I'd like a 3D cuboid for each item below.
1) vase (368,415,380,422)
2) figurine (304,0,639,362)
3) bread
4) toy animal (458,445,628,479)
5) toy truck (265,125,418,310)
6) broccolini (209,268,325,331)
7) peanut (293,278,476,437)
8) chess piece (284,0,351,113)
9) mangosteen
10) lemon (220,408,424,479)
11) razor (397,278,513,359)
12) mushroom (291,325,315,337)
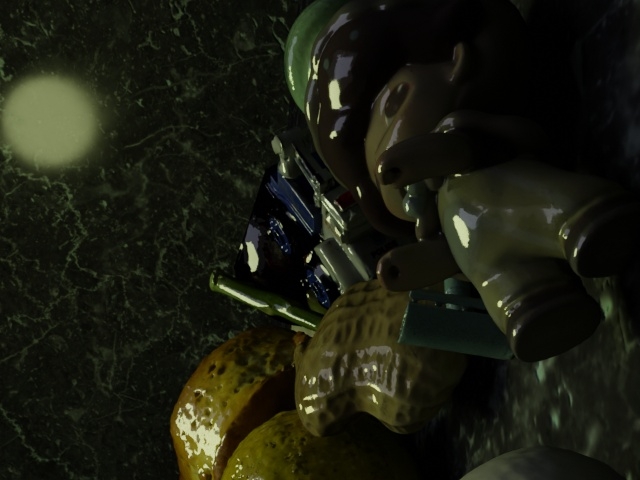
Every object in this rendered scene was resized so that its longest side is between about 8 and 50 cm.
[{"bbox_3d":[0.081,0.193,1.090,0.149,0.081,0.081,99,170,-48],"label":"vase"},{"bbox_3d":[0.113,-0.078,0.646,0.381,0.203,0.248,-116,21,-50],"label":"figurine"},{"bbox_3d":[-0.075,0.293,1.195,0.336,0.204,0.359,-36,-43,-43],"label":"bread"},{"bbox_3d":[0.122,0.253,0.477,0.271,0.205,0.265,-23,-49,-78],"label":"toy animal"},{"bbox_3d":[0.030,-0.035,0.983,0.213,0.161,0.177,52,162,27],"label":"toy truck"},{"bbox_3d":[-0.021,0.110,1.041,0.079,0.392,0.074,-53,-40,-24],"label":"broccolini"},{"bbox_3d":[0.060,0.121,0.859,0.110,0.233,0.197,50,-142,-35],"label":"peanut"},{"bbox_3d":[0.073,-0.199,0.998,0.299,0.194,0.195,-122,35,-60],"label":"chess piece"},{"bbox_3d":[-0.004,-0.002,1.208,0.288,0.233,0.287,-63,6,12],"label":"mangosteen"},{"bbox_3d":[0.001,0.343,0.948,0.258,0.257,0.310,-109,27,-69],"label":"lemon"},{"bbox_3d":[0.135,0.019,0.805,0.232,0.106,0.068,-82,2,-54],"label":"razor"},{"bbox_3d":[0.005,0.173,1.450,0.154,0.122,0.154,-173,90,-88],"label":"mushroom"}]
